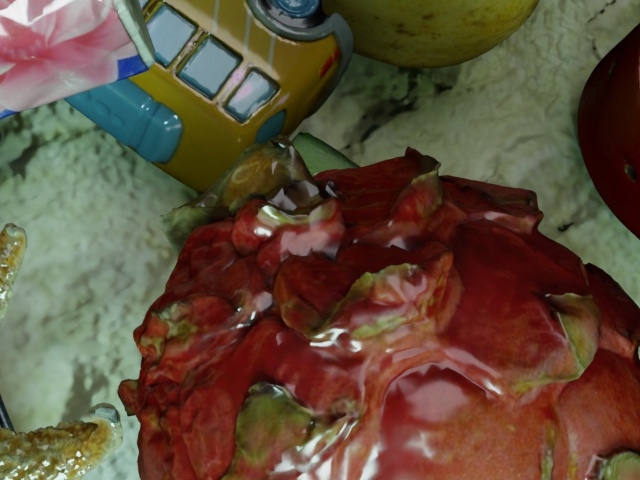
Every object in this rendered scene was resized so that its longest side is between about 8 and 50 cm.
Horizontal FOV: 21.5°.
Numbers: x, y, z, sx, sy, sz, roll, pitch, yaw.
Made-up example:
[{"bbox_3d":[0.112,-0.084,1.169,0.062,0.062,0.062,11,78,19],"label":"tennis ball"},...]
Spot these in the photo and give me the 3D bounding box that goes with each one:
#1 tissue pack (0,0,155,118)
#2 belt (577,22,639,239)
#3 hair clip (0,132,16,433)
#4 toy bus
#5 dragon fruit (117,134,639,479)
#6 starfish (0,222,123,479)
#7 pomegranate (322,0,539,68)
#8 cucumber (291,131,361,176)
[{"bbox_3d":[-0.250,-0.158,0.945,0.269,0.137,0.209,-17,63,2],"label":"tissue pack"},{"bbox_3d":[0.355,-0.074,1.223,0.323,0.115,0.227,8,74,-12],"label":"belt"},{"bbox_3d":[-0.192,0.064,0.961,0.083,0.048,0.275,-6,68,-30],"label":"hair clip"},{"bbox_3d":[-0.099,-0.128,1.072,0.209,0.126,0.136,36,60,0],"label":"toy bus"},{"bbox_3d":[0.045,0.101,0.899,0.342,0.277,0.277,48,49,-20],"label":"dragon fruit"},{"bbox_3d":[-0.223,0.097,0.891,0.231,0.048,0.295,-39,69,-11],"label":"starfish"},{"bbox_3d":[0.055,-0.252,1.150,0.260,0.260,0.260,12,56,-18],"label":"pomegranate"},{"bbox_3d":[0.000,0.000,1.074,0.115,0.062,0.116,34,38,-3],"label":"cucumber"}]
